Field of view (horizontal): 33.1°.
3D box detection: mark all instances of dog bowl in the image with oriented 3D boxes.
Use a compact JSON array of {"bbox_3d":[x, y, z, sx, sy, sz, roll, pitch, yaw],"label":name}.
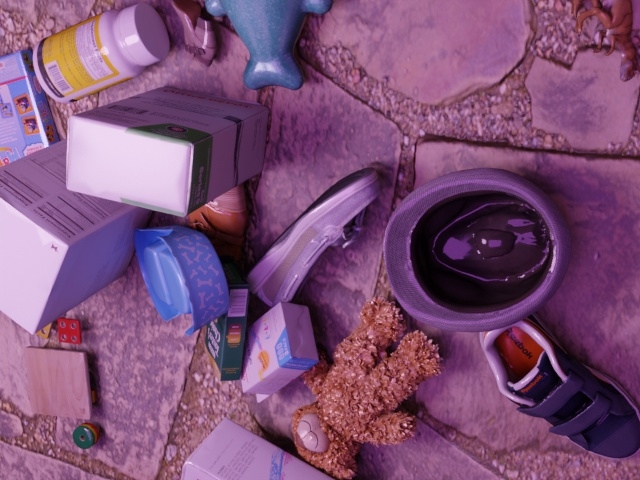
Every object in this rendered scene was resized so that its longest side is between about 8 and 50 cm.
[{"bbox_3d":[-0.229,0.055,1.780,0.074,0.297,0.166,-19,103,-20],"label":"dog bowl"}]

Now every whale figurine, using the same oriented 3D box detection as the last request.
[{"bbox_3d":[-0.090,-0.364,1.669,0.216,0.141,0.272,5,107,20],"label":"whale figurine"}]

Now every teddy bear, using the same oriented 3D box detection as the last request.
[{"bbox_3d":[0.058,0.252,1.792,0.338,0.113,0.245,-36,87,25],"label":"teddy bear"}]

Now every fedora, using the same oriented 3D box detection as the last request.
[{"bbox_3d":[0.243,0.010,1.640,0.275,0.124,0.244,-17,92,17],"label":"fedora"}]

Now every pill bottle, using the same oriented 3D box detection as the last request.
[{"bbox_3d":[-0.365,-0.315,1.801,0.208,0.119,0.119,-17,97,23],"label":"pill bottle"}]

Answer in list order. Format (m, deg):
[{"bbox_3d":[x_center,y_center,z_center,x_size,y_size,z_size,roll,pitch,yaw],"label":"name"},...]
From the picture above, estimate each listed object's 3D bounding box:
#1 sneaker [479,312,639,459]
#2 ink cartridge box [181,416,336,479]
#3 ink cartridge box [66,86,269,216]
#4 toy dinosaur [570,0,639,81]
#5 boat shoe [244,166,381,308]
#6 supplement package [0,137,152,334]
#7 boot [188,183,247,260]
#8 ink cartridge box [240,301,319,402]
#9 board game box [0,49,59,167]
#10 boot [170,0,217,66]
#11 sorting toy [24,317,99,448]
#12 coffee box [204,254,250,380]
[{"bbox_3d":[0.365,0.232,1.661,0.321,0.127,0.126,43,113,4],"label":"sneaker"},{"bbox_3d":[-0.084,0.476,1.856,0.306,0.131,0.226,29,134,15],"label":"ink cartridge box"},{"bbox_3d":[-0.233,-0.149,1.702,0.211,0.289,0.122,13,111,18],"label":"ink cartridge box"},{"bbox_3d":[0.419,-0.335,1.534,0.112,0.064,0.212,-4,113,4],"label":"toy dinosaur"},{"bbox_3d":[-0.002,0.002,1.751,0.103,0.118,0.320,44,119,-4],"label":"boat shoe"},{"bbox_3d":[-0.449,-0.017,1.819,0.198,0.262,0.199,35,122,10],"label":"supplement package"},{"bbox_3d":[-0.214,-0.049,1.842,0.197,0.073,0.152,17,120,28],"label":"boot"},{"bbox_3d":[-0.086,0.192,1.811,0.181,0.061,0.104,-40,51,40],"label":"ink cartridge box"},{"bbox_3d":[-0.563,-0.221,1.946,0.160,0.039,0.212,-11,99,24],"label":"board game box"},{"bbox_3d":[-0.212,-0.342,1.778,0.118,0.042,0.087,43,138,34],"label":"boot"},{"bbox_3d":[-0.487,0.255,2.038,0.132,0.046,0.275,2,105,21],"label":"sorting toy"},{"bbox_3d":[-0.158,0.132,1.810,0.040,0.113,0.184,-2,117,-20],"label":"coffee box"}]
